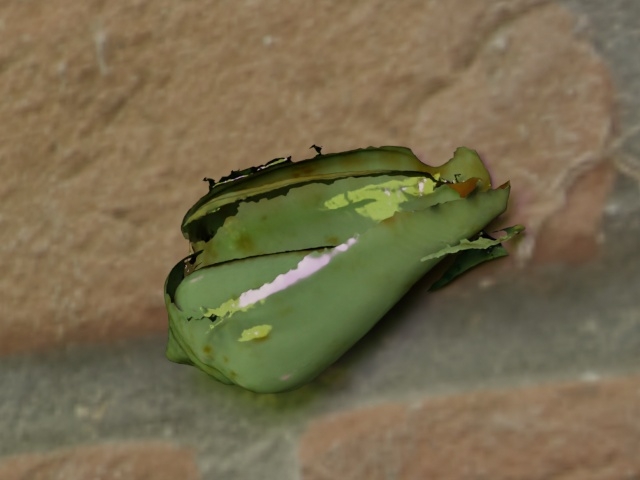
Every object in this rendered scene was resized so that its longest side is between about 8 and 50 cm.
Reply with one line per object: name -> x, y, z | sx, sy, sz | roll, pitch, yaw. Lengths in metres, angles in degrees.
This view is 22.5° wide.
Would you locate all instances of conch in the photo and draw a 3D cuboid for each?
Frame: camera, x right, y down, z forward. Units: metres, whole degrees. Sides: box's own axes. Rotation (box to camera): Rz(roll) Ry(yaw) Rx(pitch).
conch -> 0.000, 0.000, 0.715 | 0.170, 0.079, 0.106 | -29, 75, 2
